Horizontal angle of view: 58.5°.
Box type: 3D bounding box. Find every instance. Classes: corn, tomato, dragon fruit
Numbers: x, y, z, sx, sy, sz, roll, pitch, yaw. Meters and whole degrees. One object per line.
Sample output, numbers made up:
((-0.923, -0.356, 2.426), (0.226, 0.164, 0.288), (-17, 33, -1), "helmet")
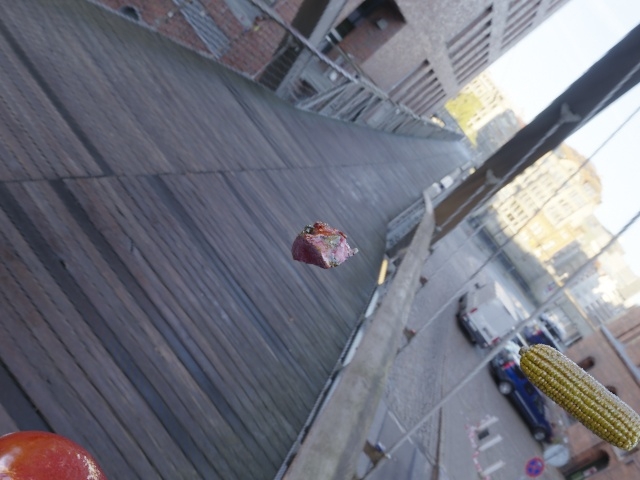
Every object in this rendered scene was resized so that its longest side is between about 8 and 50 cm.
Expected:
((0.390, 0.231, 0.863), (0.207, 0.068, 0.068), (39, 9, 30), "corn")
((-0.511, 0.517, 1.006), (0.289, 0.293, 0.325), (15, 14, -46), "tomato")
((0.000, 0.000, 1.319), (0.102, 0.147, 0.096), (-26, 116, -46), "dragon fruit")
